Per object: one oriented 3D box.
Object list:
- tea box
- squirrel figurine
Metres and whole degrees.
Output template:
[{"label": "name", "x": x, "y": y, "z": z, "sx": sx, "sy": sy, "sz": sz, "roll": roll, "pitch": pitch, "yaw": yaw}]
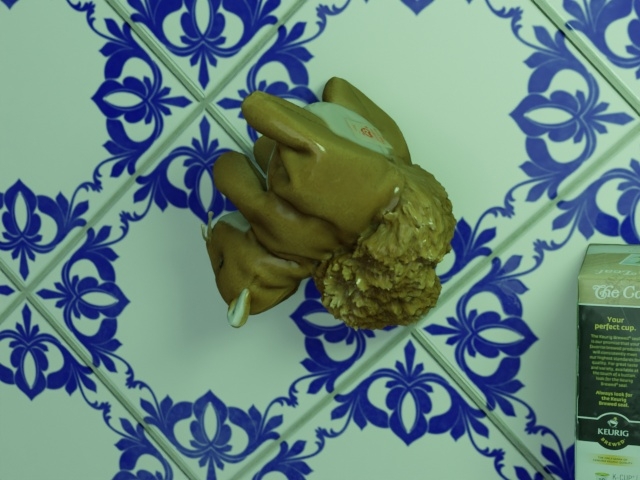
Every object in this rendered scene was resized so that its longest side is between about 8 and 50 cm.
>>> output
[{"label": "tea box", "x": 0.539, "y": 0.182, "z": 1.702, "sx": 0.329, "sy": 0.220, "sz": 0.323, "roll": 3, "pitch": 104, "yaw": 16}, {"label": "squirrel figurine", "x": 0.000, "y": 0.000, "z": 1.810, "sx": 0.397, "sy": 0.281, "sz": 0.370, "roll": 38, "pitch": 117, "yaw": 9}]
